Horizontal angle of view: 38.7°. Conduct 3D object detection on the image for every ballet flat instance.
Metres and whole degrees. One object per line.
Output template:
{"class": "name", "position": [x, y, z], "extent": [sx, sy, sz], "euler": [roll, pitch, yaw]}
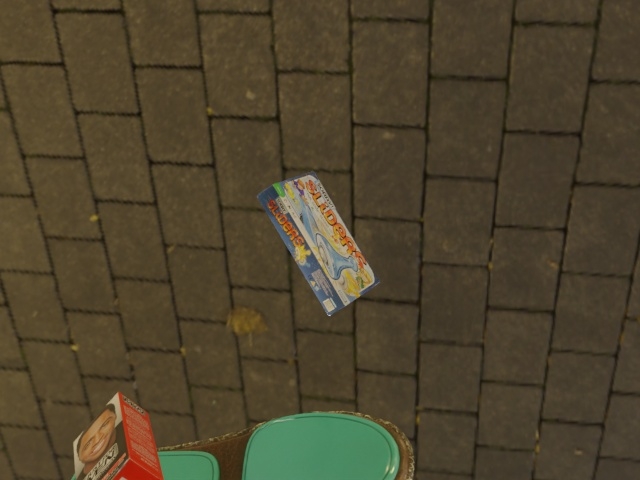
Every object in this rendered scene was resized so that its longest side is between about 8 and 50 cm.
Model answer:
{"class": "ballet flat", "position": [-0.089, 0.323, 1.156], "extent": [0.483, 0.164, 0.182], "euler": [-13, 139, 20]}

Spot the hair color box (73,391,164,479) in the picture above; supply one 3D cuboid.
{"class": "hair color box", "position": [-0.191, 0.206, 0.852], "extent": [0.043, 0.141, 0.072], "euler": [41, 90, -21]}

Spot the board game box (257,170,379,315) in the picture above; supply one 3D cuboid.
{"class": "board game box", "position": [0.000, 0.000, 1.343], "extent": [0.035, 0.136, 0.201], "euler": [-32, 88, 28]}
